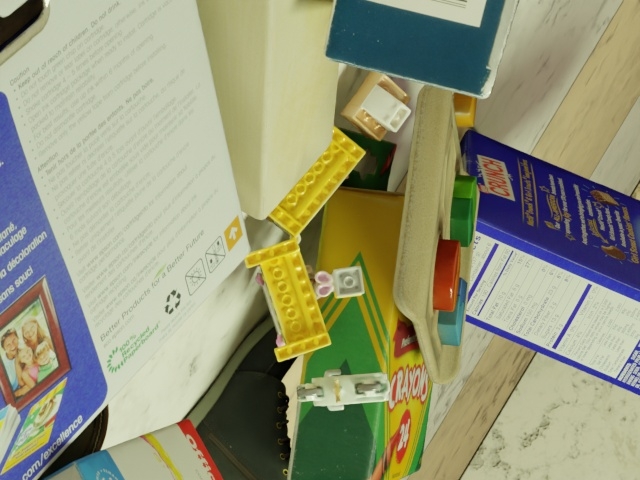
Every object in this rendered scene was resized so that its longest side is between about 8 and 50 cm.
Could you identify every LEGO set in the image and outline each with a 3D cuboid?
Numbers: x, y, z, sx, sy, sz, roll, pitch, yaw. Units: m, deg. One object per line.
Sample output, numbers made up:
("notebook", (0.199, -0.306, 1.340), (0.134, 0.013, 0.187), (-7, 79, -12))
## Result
("LEGO set", (0.000, 0.000, 1.455), (0.107, 0.132, 0.287), (123, -29, -83))

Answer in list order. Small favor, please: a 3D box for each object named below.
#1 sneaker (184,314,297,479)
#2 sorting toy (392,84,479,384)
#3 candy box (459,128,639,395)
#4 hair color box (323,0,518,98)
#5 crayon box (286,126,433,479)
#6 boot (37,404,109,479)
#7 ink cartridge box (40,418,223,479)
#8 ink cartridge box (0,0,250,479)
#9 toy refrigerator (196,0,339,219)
("sneaker", (-0.045, 0.168, 1.584), (0.222, 0.118, 0.083), (-52, 163, -21))
("sorting toy", (0.119, -0.045, 1.520), (0.229, 0.041, 0.307), (59, 37, -66))
("candy box", (0.273, 0.029, 1.797), (0.268, 0.317, 0.122), (-77, -168, -67))
("hair color box", (0.097, -0.240, 1.086), (0.347, 0.105, 0.174), (-68, 172, -61))
("crayon box", (0.054, 0.063, 1.577), (0.202, 0.081, 0.319), (1, 96, -73))
("boot", (-0.194, 0.090, 1.107), (0.106, 0.082, 0.219), (-17, 127, -51))
("ink cartridge box", (-0.106, 0.195, 1.083), (0.078, 0.134, 0.231), (-31, 174, 16))
("ink cartridge box", (-0.168, -0.021, 0.928), (0.303, 0.072, 0.307), (-47, 141, -34))
("toy refrigerator", (-0.047, -0.140, 1.056), (0.094, 0.102, 0.269), (-50, 161, -29))
